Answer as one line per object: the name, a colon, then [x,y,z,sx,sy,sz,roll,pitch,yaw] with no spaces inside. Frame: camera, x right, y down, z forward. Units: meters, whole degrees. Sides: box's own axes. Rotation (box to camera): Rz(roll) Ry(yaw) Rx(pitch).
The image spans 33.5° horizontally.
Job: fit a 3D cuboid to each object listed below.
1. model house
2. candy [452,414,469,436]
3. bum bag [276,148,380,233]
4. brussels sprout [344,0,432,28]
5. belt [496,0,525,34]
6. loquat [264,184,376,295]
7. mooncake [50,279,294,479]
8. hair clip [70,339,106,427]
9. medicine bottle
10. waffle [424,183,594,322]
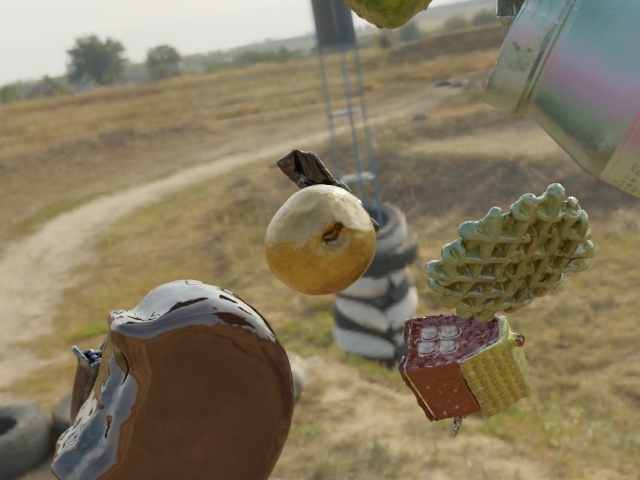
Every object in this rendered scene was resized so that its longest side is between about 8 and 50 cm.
model house: [0.313,0.254,2.189,0.254,0.196,0.160,-10,42,27]
candy: [0.335,0.307,2.374,0.059,0.292,0.086,16,12,8]
bum bag: [0.018,-0.091,2.179,0.060,0.248,0.123,-58,22,-19]
brussels sprout: [0.129,-0.524,2.096,0.210,0.219,0.271,-50,-17,-10]
belt: [0.421,-0.502,1.995,0.164,0.289,0.184,-5,20,-28]
loquat: [0.000,0.000,1.969,0.208,0.208,0.208,-9,10,2]
mooncake: [-0.200,0.229,1.413,0.334,0.325,0.174,-16,18,-20]
hair clip: [-0.392,0.282,1.767,0.083,0.275,0.048,-14,41,-43]
medicine bottle: [0.345,-0.177,1.142,0.290,0.245,0.245,26,19,10]
waffle: [0.330,0.035,1.826,0.292,0.056,0.309,-30,-35,8]
